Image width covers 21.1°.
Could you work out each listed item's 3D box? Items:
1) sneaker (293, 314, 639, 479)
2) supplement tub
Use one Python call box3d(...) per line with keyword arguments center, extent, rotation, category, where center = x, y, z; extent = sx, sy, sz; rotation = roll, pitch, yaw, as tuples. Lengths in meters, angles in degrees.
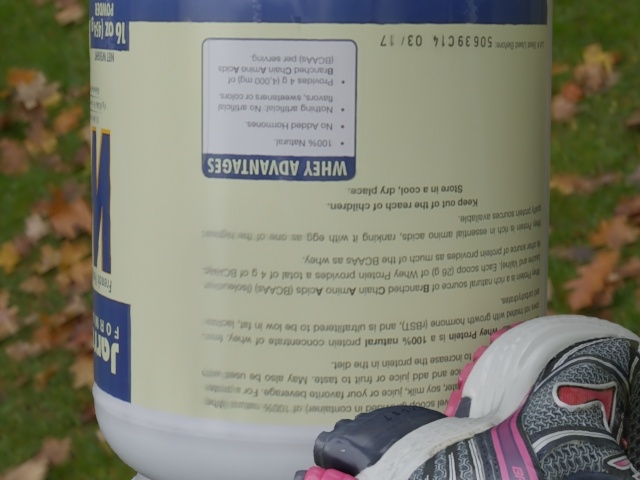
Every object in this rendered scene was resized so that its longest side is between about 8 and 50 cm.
box3d(center=(0.101, 0.113, 0.731), extent=(0.112, 0.120, 0.299), rotation=(6, 15, 28), category="sneaker")
box3d(center=(0.000, 0.000, 0.885), extent=(0.235, 0.324, 0.235), rotation=(0, 7, 0), category="supplement tub")
